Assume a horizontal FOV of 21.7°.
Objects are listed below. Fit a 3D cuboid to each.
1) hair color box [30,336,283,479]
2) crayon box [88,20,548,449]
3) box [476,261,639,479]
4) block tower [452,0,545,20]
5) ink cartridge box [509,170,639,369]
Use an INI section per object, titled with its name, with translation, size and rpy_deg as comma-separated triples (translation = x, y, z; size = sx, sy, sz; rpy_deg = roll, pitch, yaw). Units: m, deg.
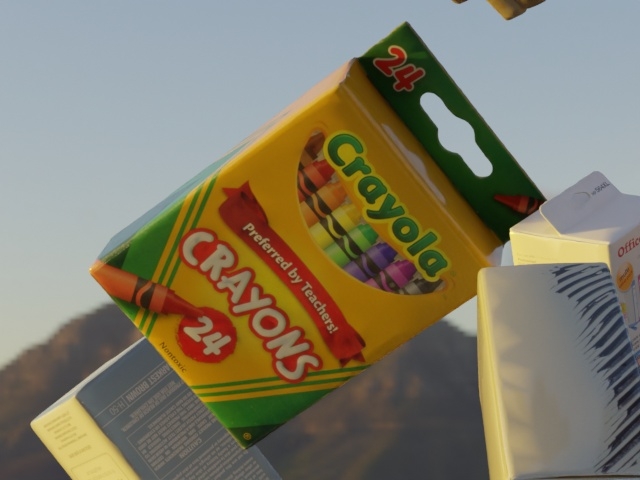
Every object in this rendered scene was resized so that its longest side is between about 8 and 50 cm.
[hair color box]
translation = -0.102, 0.275, 1.589
size = 0.113, 0.374, 0.185
rpy_deg = -38, 3, -26
[crayon box]
translation = 0.000, 0.000, 1.325
size = 0.318, 0.202, 0.081
rpy_deg = -36, 12, 21
[box]
translation = 0.152, 0.119, 1.045
size = 0.094, 0.113, 0.275
rpy_deg = -3, 26, 2
[block tower]
translation = 0.204, -0.243, 0.965
size = 0.335, 0.097, 0.091
rpy_deg = -22, -48, 39
[ink cartridge box]
translation = 0.210, 0.028, 1.268
size = 0.090, 0.143, 0.092
rpy_deg = 10, 30, 40
